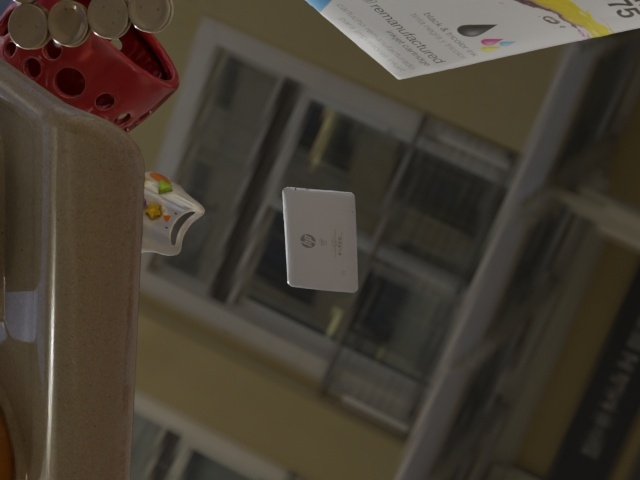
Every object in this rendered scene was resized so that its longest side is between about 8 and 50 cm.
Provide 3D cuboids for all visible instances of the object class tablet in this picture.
[{"bbox_3d":[0.000,0.000,1.293,0.006,0.054,0.083,-62,-26,-57],"label":"tablet"}]

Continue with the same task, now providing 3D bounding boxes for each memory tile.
[{"bbox_3d":[-0.185,-0.212,1.398,0.012,0.148,0.113,-14,-82,-68],"label":"memory tile"}]

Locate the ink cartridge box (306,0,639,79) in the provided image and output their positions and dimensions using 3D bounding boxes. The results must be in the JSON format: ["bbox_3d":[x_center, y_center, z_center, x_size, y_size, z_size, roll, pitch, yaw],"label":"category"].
[{"bbox_3d":[0.118,-0.249,1.091,0.198,0.270,0.197,34,-123,-44],"label":"ink cartridge box"}]

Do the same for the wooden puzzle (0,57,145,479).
[{"bbox_3d":[-0.244,0.021,1.025,0.080,0.348,0.322,-20,-52,-40],"label":"wooden puzzle"}]

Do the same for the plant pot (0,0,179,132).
[{"bbox_3d":[-0.273,-0.175,1.892,0.174,0.191,0.191,-44,-10,15],"label":"plant pot"}]

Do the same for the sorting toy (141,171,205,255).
[{"bbox_3d":[-0.148,-0.022,1.641,0.083,0.075,0.045,-59,-25,-13],"label":"sorting toy"}]
